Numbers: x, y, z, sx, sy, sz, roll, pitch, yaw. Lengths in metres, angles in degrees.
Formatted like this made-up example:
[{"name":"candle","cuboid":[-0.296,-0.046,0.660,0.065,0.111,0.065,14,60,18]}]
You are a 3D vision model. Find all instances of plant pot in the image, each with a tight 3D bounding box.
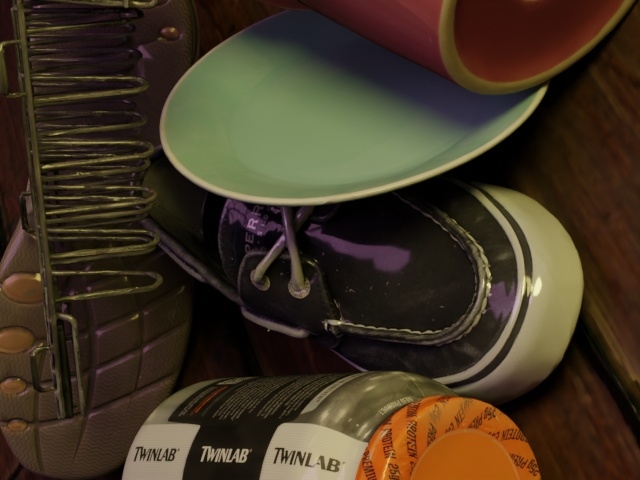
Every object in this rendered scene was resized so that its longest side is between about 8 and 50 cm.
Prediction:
[{"name":"plant pot","cuboid":[0.051,-0.167,0.734,0.180,0.201,0.201,47,117,33]}]

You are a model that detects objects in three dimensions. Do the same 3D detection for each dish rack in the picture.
[{"name":"dish rack","cuboid":[-0.117,-0.058,0.803,0.208,0.074,0.271,-110,18,-62]}]

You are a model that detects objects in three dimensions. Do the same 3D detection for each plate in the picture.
[{"name":"plate","cuboid":[0.017,-0.065,0.776,0.188,0.188,0.024,47,156,51]}]

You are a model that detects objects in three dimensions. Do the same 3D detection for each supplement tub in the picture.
[{"name":"supplement tub","cuboid":[0.003,0.117,0.740,0.190,0.117,0.117,-10,70,53]}]

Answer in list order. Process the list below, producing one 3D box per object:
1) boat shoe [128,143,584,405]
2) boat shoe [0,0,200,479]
[{"name":"boat shoe","cuboid":[0.000,0.000,0.799,0.301,0.102,0.108,26,99,55]},{"name":"boat shoe","cuboid":[-0.124,-0.016,0.989,0.116,0.123,0.324,-81,2,-80]}]
